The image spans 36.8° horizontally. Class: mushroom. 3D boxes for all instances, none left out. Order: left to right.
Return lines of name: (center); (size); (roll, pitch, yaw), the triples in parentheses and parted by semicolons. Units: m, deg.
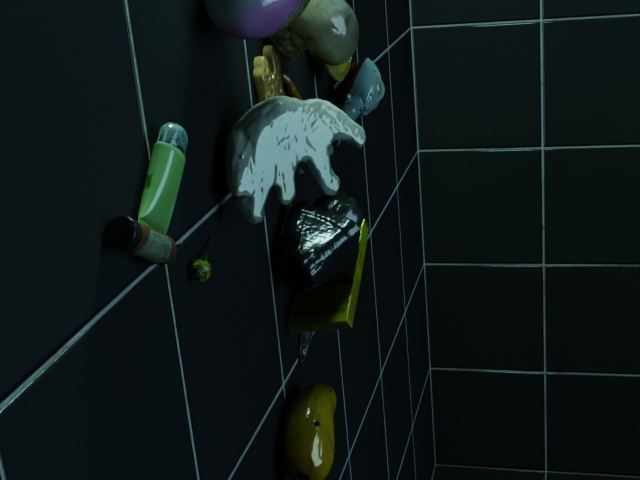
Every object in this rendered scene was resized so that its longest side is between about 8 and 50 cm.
mushroom: (-0.024, -0.455, 2.014); (0.178, 0.226, 0.226); (-53, 170, 11)

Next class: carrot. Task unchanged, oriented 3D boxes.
carrot: (-0.056, -0.320, 2.166); (0.190, 0.037, 0.037); (58, 35, -61)

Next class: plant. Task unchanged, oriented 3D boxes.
plant: (0.000, 0.000, 2.123); (0.256, 0.164, 0.142); (-51, 155, -35)

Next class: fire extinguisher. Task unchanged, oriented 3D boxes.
fire extinguisher: (-0.252, 0.007, 1.395); (0.050, 0.062, 0.177); (57, 7, 20)

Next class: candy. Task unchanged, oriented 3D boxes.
candy: (-0.197, 0.026, 1.651); (0.123, 0.035, 0.035); (-81, 170, -55)
candy: (-0.078, -0.049, 2.123); (0.025, 0.023, 0.083); (70, 33, -72)

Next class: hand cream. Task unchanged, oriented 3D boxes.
hand cream: (-0.240, -0.092, 1.461); (0.095, 0.046, 0.175); (57, 44, -68)

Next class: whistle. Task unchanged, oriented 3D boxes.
whistle: (0.078, -0.362, 2.525); (0.142, 0.134, 0.346); (-47, -171, 45)

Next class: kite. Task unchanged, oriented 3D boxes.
kite: (-0.039, 0.184, 2.281); (0.189, 0.009, 0.232); (20, 69, -73)

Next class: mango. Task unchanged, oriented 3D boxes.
mango: (-0.025, 0.427, 2.155); (0.262, 0.109, 0.157); (-81, 154, -48)

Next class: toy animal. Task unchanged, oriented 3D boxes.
toy animal: (-0.098, -0.157, 1.850); (0.266, 0.188, 0.307); (43, 66, -46)

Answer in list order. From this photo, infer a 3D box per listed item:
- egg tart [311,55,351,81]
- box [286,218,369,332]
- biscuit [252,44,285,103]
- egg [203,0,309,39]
egg tart: (0.023, -0.484, 2.385); (0.191, 0.074, 0.191); (1, 90, -74)
box: (0.020, 0.080, 2.204); (0.041, 0.153, 0.279); (51, 41, -46)
biscuit: (-0.099, -0.283, 2.017); (0.144, 0.040, 0.236); (-57, 142, -55)
egg: (-0.110, -0.454, 1.673); (0.271, 0.196, 0.196); (-50, 142, -39)
